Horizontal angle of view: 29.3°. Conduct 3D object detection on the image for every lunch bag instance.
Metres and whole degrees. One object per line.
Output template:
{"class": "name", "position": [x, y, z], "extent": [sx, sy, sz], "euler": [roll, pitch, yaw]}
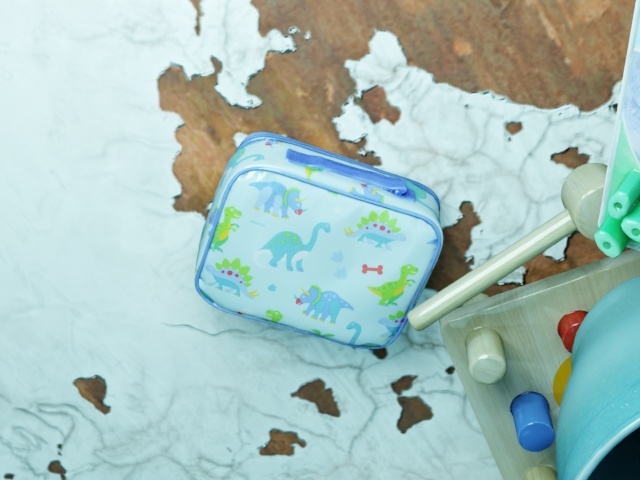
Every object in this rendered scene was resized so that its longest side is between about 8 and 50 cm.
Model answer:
{"class": "lunch bag", "position": [0.000, 0.000, 1.175], "extent": [0.219, 0.090, 0.176], "euler": [16, 120, -9]}

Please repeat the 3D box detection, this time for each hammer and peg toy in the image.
{"class": "hammer and peg toy", "position": [0.250, 0.097, 1.211], "extent": [0.266, 0.127, 0.361], "euler": [-20, 115, 12]}

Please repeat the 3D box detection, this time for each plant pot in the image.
{"class": "plant pot", "position": [0.317, 0.161, 1.026], "extent": [0.271, 0.255, 0.272], "euler": [0, 117, 1]}

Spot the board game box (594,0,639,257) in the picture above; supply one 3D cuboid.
{"class": "board game box", "position": [0.406, -0.099, 0.880], "extent": [0.390, 0.050, 0.390], "euler": [19, 128, 24]}
